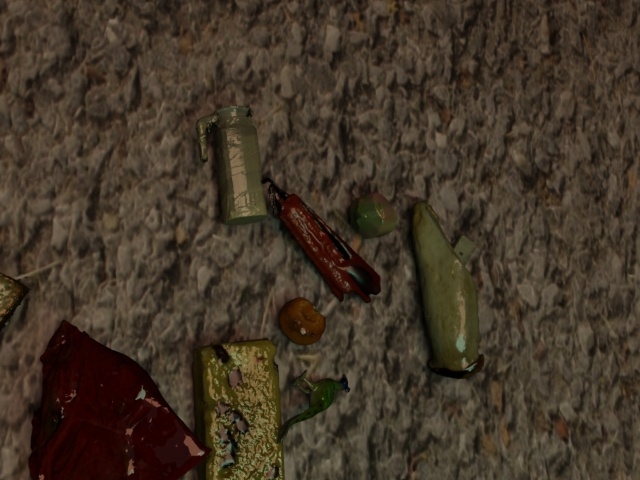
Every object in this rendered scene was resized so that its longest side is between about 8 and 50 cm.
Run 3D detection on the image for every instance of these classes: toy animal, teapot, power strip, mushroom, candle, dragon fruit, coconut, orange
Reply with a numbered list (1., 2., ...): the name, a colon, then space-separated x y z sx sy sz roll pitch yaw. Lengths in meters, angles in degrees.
1. toy animal: -0.027 0.263 1.388 0.075 0.041 0.217 52 35 10
2. teapot: -0.158 -0.130 1.438 0.107 0.077 0.201 -4 81 -21
3. power strip: 0.265 0.031 1.590 0.040 0.016 0.090 38 69 -9
4. mushroom: 0.231 0.087 1.519 0.087 0.107 0.333 18 64 -62
5. candle: 0.000 0.000 1.456 0.084 0.059 0.302 -44 109 -13
6. dragon fruit: -0.334 0.276 1.262 0.302 0.240 0.330 -37 69 4
7. coconut: 0.092 -0.046 1.513 0.081 0.082 0.083 -4 121 -46
8. orange: -0.035 0.144 1.431 0.086 0.062 0.086 20 44 -21

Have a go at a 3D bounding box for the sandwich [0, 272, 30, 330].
1. sandwich: -0.625 0.097 1.207 0.301 0.099 0.271 38 73 -12

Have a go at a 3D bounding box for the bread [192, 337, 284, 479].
1. bread: -0.129 0.339 1.345 0.138 0.077 0.362 0 78 -21
